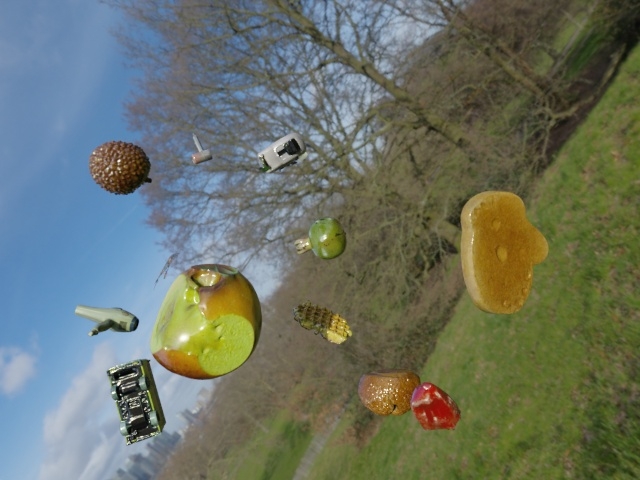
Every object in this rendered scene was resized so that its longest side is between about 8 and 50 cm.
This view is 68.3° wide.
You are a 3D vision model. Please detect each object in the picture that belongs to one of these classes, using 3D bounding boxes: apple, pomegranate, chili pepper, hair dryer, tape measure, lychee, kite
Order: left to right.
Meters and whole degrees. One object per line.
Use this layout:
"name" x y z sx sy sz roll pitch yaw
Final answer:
"hair dryer" -1.049 0.367 2.202 0.298 0.295 0.119 6 -82 -68
"lychee" -0.716 -0.259 1.716 0.238 0.200 0.200 30 -83 -47
"kite" -0.606 0.105 1.879 0.183 0.010 0.160 -46 27 18
"hair dryer" -0.417 -0.316 1.604 0.063 0.115 0.037 -21 -15 -18
"apple" -0.375 0.262 1.580 0.374 0.374 0.384 -55 -11 25
"tape measure" -0.130 -0.293 1.633 0.178 0.105 0.196 -32 9 3
"pomegranate" 0.012 0.008 1.925 0.210 0.179 0.179 -45 3 13
"chili pepper" 0.364 0.541 1.581 0.144 0.253 0.136 18 61 46

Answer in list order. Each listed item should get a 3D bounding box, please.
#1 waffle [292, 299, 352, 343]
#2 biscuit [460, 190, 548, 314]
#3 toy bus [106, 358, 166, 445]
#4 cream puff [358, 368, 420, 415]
"waffle" 0.004 0.397 2.295 0.283 0.309 0.065 5 -65 -43
"biscuit" 0.511 0.029 1.314 0.287 0.344 0.057 -12 7 -23
"toy bus" -0.631 0.542 1.627 0.127 0.262 0.150 -16 -2 -9
"cream puff" 0.328 0.724 2.246 0.303 0.302 0.212 127 142 -83
